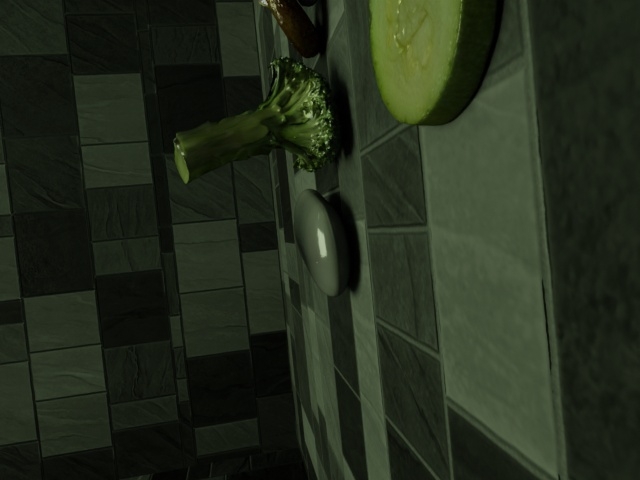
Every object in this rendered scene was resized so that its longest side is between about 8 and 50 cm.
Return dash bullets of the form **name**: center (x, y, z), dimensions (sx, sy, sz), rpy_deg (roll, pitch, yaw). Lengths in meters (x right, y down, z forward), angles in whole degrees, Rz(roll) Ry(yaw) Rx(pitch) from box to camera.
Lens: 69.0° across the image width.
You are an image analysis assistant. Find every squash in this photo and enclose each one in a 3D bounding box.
- **squash**: center (0.109, -0.248, 0.508), dimensions (0.252, 0.049, 0.251), rpy_deg (173, 90, -79)

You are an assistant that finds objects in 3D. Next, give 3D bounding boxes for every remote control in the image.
- **remote control**: center (0.000, 0.000, 1.103), dimensions (0.332, 0.104, 0.221), rpy_deg (-120, 20, -67)

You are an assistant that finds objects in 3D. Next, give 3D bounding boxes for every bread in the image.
- **bread**: center (-0.060, -0.510, 1.076), dimensions (0.193, 0.064, 0.193), rpy_deg (52, -164, -22)

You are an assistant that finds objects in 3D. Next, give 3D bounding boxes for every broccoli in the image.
- **broccoli**: center (-0.114, -0.208, 0.974), dimensions (0.252, 0.361, 0.221), rpy_deg (47, 164, -7)

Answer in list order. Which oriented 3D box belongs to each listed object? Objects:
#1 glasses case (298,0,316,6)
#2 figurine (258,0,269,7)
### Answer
- **glasses case**: center (-0.040, -0.678, 0.999), dimensions (0.123, 0.076, 0.316), rpy_deg (-124, 28, -75)
- **figurine**: center (-0.120, -0.770, 1.229), dimensions (0.189, 0.142, 0.263), rpy_deg (-86, 0, -45)
